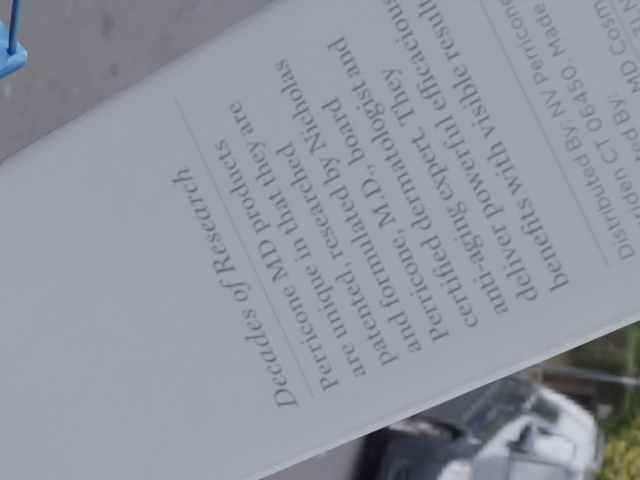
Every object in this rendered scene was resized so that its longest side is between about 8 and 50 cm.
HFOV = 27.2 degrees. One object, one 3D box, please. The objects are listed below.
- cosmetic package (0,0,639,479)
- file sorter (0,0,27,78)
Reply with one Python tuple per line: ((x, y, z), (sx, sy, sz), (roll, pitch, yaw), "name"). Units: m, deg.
((0.000, 0.000, 0.585), (0.161, 0.453, 0.230), (66, 23, 4), "cosmetic package")
((-0.244, -0.118, 0.647), (0.170, 0.118, 0.104), (-35, 168, -29), "file sorter")
